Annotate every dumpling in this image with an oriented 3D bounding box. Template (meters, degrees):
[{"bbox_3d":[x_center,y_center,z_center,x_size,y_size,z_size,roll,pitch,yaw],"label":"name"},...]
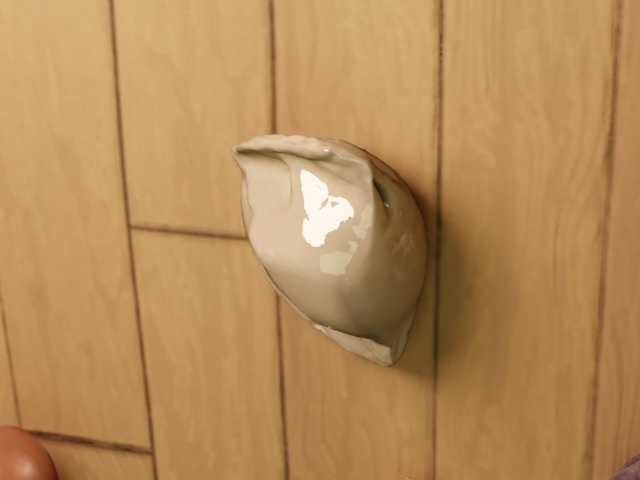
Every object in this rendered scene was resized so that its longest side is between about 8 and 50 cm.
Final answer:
[{"bbox_3d":[0.000,0.000,1.310,0.179,0.131,0.252,16,143,32],"label":"dumpling"}]

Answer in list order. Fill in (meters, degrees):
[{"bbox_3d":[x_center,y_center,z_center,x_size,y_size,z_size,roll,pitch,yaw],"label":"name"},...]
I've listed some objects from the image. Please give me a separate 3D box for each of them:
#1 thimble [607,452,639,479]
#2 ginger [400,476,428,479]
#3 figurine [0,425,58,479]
[{"bbox_3d":[0.311,0.235,1.296,0.150,0.150,0.098,-25,106,27],"label":"thimble"},{"bbox_3d":[0.141,0.330,1.450,0.149,0.065,0.259,-12,106,9],"label":"ginger"},{"bbox_3d":[-0.333,0.389,1.528,0.388,0.276,0.248,61,160,-11],"label":"figurine"}]
